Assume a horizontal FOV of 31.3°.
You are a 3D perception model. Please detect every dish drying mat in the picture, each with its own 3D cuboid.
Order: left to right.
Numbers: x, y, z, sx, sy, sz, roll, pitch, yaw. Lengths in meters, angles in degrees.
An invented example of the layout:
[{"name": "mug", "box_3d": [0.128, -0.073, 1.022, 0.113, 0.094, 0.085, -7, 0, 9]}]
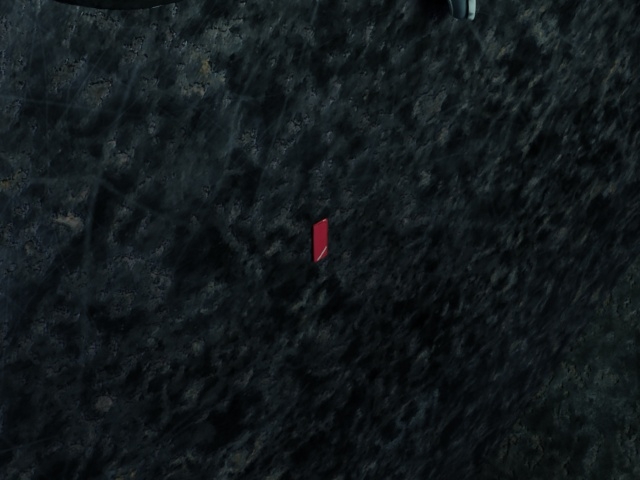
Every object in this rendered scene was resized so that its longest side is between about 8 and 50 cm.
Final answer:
[{"name": "dish drying mat", "box_3d": [0.000, 0.000, 1.970, 0.032, 0.008, 0.083, -29, 140, -28]}]

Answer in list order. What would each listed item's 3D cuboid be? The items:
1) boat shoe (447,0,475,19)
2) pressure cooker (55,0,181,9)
[{"name": "boat shoe", "box_3d": [0.178, -0.445, 1.716, 0.099, 0.116, 0.319, -7, 152, 11]}, {"name": "pressure cooker", "box_3d": [-0.183, -0.453, 0.961, 0.375, 0.369, 0.420, -66, -178, -56]}]
